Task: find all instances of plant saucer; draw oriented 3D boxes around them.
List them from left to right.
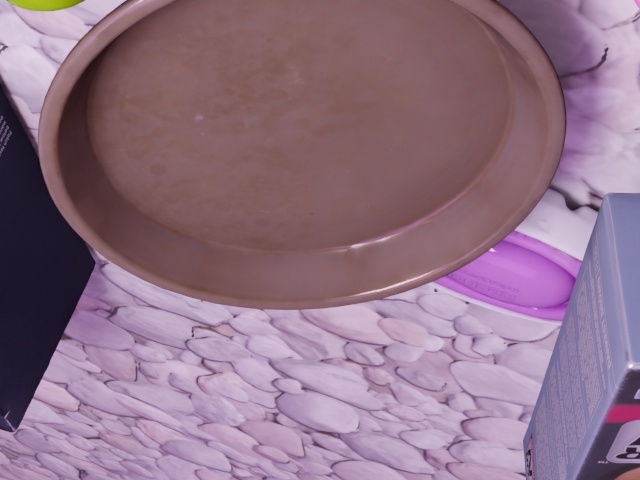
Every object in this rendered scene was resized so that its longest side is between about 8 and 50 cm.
[{"bbox_3d":[-0.009,-0.055,0.674,0.277,0.041,0.278,-3,143,-2],"label":"plant saucer"}]

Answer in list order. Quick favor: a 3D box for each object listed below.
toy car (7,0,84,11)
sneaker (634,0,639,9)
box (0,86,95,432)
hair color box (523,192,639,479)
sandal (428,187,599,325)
[{"bbox_3d":[-0.057,-0.201,0.547,0.188,0.149,0.155,-3,139,-6],"label":"toy car"},{"bbox_3d":[0.231,-0.114,0.497,0.252,0.103,0.111,11,148,-19],"label":"sneaker"},{"bbox_3d":[-0.402,-0.025,0.995,0.343,0.179,0.312,13,150,15],"label":"box"},{"bbox_3d":[0.249,0.110,0.820,0.185,0.114,0.374,-1,150,1],"label":"hair color box"},{"bbox_3d":[-0.001,-0.008,0.835,0.416,0.102,0.169,13,151,10],"label":"sandal"}]
